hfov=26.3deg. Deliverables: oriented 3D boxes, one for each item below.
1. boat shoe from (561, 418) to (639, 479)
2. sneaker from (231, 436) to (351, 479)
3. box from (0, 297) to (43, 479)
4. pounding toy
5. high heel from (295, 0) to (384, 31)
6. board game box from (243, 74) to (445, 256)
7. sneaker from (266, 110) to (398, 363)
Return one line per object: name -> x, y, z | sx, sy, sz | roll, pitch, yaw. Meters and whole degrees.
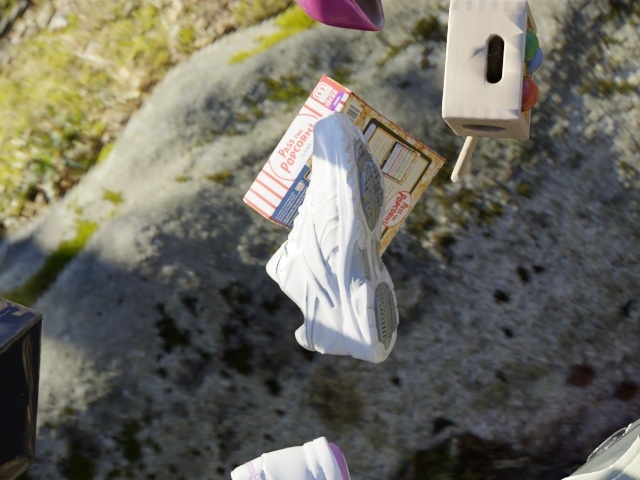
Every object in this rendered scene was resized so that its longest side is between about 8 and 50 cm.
boat shoe -> 0.321, 0.242, 1.339 | 0.127, 0.113, 0.340 | 48, 122, 27
sneaker -> -0.027, 0.375, 1.545 | 0.152, 0.114, 0.305 | -10, 98, -8
box -> -0.469, 0.157, 1.196 | 0.312, 0.343, 0.179 | 18, 119, 16
pounding toy -> 0.196, -0.152, 1.513 | 0.094, 0.206, 0.181 | 4, 86, 14
high heel -> -0.001, -0.254, 1.001 | 0.117, 0.244, 0.082 | 29, 56, 19
board game box -> 0.029, -0.062, 1.383 | 0.045, 0.193, 0.147 | 36, 94, 37
sneaker -> 0.000, 0.000, 1.252 | 0.115, 0.090, 0.232 | -3, 95, 22
